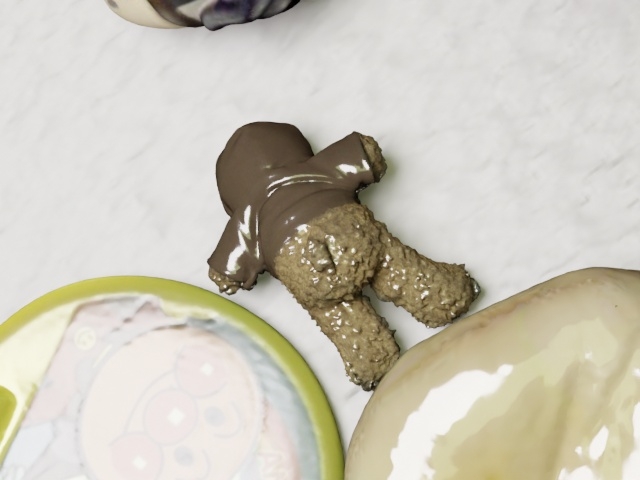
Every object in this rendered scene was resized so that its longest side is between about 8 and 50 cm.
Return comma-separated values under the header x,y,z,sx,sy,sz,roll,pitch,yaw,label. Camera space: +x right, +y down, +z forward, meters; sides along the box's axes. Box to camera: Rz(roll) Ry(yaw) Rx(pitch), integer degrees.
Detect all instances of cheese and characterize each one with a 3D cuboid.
x,y,z,sx,sy,sz,roll,pitch,yaw,label
0.125,0.126,0.779,0.218,0.117,0.235,42,93,12,cheese

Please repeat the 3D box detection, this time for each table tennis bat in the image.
x,y,z,sx,sy,sz,roll,pitch,yaw,label
-0.162,0.106,0.863,0.369,0.054,0.224,23,84,9,table tennis bat

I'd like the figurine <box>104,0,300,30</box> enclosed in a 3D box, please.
x,y,z,sx,sy,sz,roll,pitch,yaw,label
0.018,-0.265,0.822,0.412,0.241,0.306,-14,70,17,figurine

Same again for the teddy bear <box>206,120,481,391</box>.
x,y,z,sx,sy,sz,roll,pitch,yaw,label
0.000,0.001,0.840,0.119,0.078,0.160,-44,78,4,teddy bear
